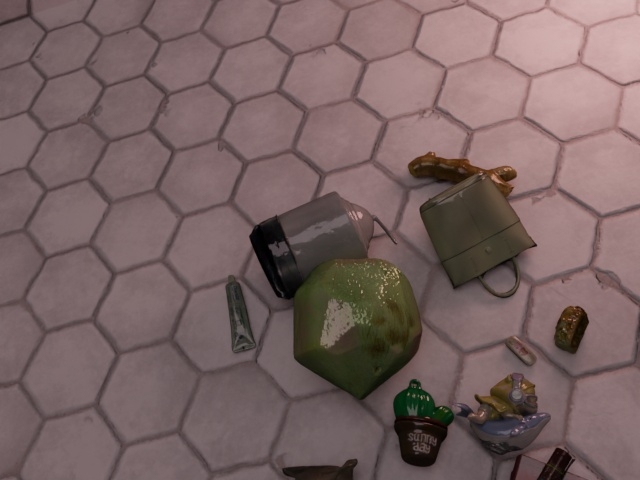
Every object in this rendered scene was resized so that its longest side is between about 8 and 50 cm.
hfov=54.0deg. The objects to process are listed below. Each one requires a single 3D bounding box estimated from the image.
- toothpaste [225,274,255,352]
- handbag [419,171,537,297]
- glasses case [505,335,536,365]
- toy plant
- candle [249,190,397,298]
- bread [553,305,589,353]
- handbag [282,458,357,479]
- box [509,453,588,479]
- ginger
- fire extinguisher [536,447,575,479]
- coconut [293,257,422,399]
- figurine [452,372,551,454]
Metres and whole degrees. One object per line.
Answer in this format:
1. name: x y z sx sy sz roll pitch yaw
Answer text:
1. toothpaste: -0.224 0.193 1.694 0.064 0.041 0.218 -14 65 -1
2. handbag: 0.409 0.000 1.619 0.241 0.109 0.315 -29 87 1
3. glasses case: 0.480 0.264 1.505 0.032 0.021 0.083 -39 62 -7
4. toy plant: 0.235 0.412 1.443 0.142 0.105 0.200 8 53 5
5. candle: 0.000 0.000 1.641 0.342 0.221 0.221 -25 61 -4
6. bread: 0.594 0.205 1.488 0.066 0.060 0.110 28 72 8
7. handbag: -0.010 0.621 1.385 0.182 0.117 0.271 -6 63 19
8. box: 0.483 0.538 1.344 0.156 0.060 0.111 15 69 20
9. ginger: 0.383 -0.180 1.730 0.298 0.065 0.118 16 63 20
10. fire extinguisher: 0.476 0.498 1.311 0.056 0.039 0.132 28 71 33
11. coconut: 0.083 0.208 1.473 0.328 0.281 0.329 12 67 -31
12. figurine: 0.404 0.383 1.405 0.208 0.128 0.184 5 62 20
